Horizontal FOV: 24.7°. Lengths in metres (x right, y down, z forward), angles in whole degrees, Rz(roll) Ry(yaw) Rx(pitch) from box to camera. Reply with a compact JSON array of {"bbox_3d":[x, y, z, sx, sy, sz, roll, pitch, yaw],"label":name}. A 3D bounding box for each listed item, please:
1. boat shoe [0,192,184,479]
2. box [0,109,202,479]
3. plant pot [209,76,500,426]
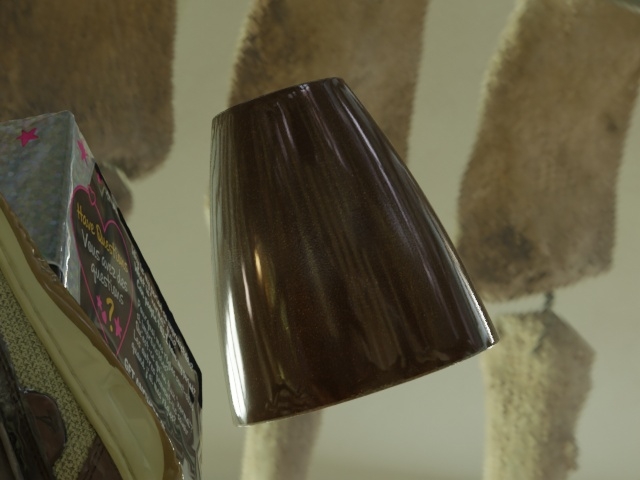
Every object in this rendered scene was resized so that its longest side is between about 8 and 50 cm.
[{"bbox_3d":[-0.095,0.015,0.349,0.049,0.152,0.056,-35,-14,-35],"label":"boat shoe"},{"bbox_3d":[-0.180,0.072,0.502,0.247,0.142,0.163,-10,-41,7],"label":"box"},{"bbox_3d":[0.000,0.000,1.125,0.215,0.215,0.230,-18,-90,-17],"label":"plant pot"}]
